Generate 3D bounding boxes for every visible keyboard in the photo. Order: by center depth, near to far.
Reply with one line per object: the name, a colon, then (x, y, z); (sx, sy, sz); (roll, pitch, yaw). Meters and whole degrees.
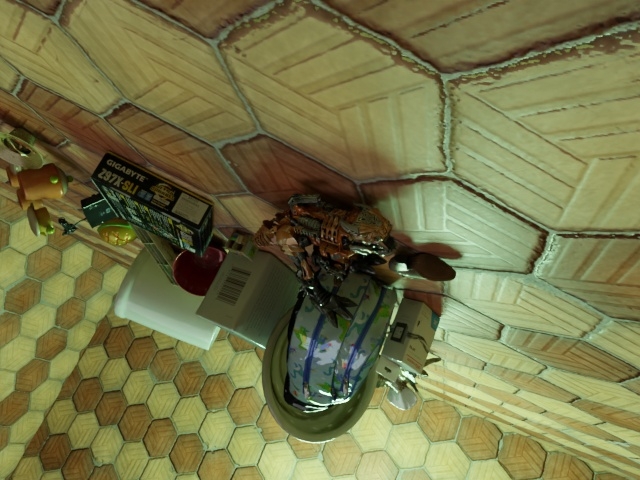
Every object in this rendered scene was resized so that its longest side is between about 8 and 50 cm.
keyboard: (-0.655, -0.080, 1.298); (0.033, 0.201, 0.317); (60, 156, -3)

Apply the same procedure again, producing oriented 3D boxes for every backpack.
backpack: (0.038, 0.208, 1.033); (0.273, 0.290, 0.355); (14, 135, 27)

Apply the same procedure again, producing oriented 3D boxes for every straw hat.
straw hat: (-0.739, -0.242, 1.112); (0.144, 0.061, 0.144); (8, 152, 4)

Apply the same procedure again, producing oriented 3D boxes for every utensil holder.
utensil holder: (-0.562, 0.229, 1.817); (0.385, 0.328, 0.327); (25, 163, -4)

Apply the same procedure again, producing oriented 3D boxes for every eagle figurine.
eagle figurine: (0.227, 0.398, 1.481); (0.225, 0.226, 0.298); (37, 180, 41)

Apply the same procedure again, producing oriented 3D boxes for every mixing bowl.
mixing bowl: (-0.347, 0.071, 1.371); (0.181, 0.181, 0.098); (32, -158, -22)

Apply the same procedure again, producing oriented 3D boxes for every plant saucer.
plant saucer: (-0.007, 0.356, 1.294); (0.400, 0.400, 0.100); (34, 157, -28)

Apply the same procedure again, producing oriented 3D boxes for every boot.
boot: (0.174, 0.051, 0.782); (0.118, 0.042, 0.087); (20, 168, 20)

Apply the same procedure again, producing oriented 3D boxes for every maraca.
maraca: (-0.713, -0.034, 1.639); (0.185, 0.099, 0.127); (-6, 159, 8)

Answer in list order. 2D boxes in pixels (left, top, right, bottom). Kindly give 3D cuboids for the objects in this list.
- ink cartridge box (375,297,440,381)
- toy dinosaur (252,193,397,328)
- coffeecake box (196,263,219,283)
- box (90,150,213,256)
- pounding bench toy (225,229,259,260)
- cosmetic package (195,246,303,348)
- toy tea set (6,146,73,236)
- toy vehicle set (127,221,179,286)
ink cartridge box: (0.203, 0.236, 1.037); (0.060, 0.180, 0.104); (8, 157, 43)
toy dinosaur: (0.000, 0.000, 0.760); (0.218, 0.164, 0.322); (54, 168, -31)
coffeecake box: (-0.370, 0.116, 1.524); (0.068, 0.142, 0.185); (26, 163, -9)
box: (-0.396, -0.073, 1.120); (0.257, 0.079, 0.322); (25, 163, -7)
pounding bench toy: (-0.202, 0.004, 1.120); (0.065, 0.052, 0.083); (16, 160, 28)
cosmetic package: (-0.132, 0.221, 1.368); (0.161, 0.230, 0.453); (12, 158, 37)
toy tea set: (-0.794, -0.169, 1.284); (0.336, 0.124, 0.200); (44, 135, 33)
toy vehicle set: (-0.524, 0.035, 1.480); (0.166, 0.035, 0.267); (-3, 121, 57)
